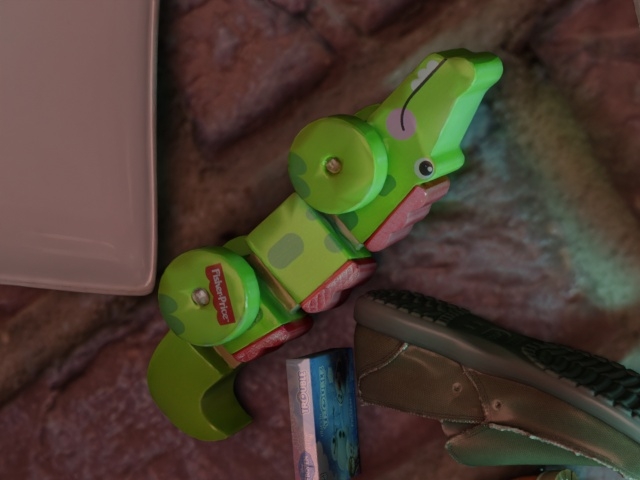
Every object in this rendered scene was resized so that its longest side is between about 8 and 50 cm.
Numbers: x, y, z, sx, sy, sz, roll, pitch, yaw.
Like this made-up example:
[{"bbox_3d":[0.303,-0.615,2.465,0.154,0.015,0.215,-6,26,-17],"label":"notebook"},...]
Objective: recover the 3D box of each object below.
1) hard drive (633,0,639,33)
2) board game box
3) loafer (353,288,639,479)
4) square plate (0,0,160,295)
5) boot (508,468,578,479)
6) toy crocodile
[{"bbox_3d":[0.323,-0.119,1.169,0.236,0.064,0.339,-12,88,21],"label":"hard drive"},{"bbox_3d":[0.003,0.121,1.279,0.020,0.090,0.090,-4,91,20],"label":"board game box"},{"bbox_3d":[0.129,0.110,1.240,0.251,0.094,0.087,23,105,28],"label":"loafer"},{"bbox_3d":[-0.266,-0.142,1.392,0.344,0.049,0.347,3,93,21],"label":"square plate"},{"bbox_3d":[0.143,0.234,1.255,0.084,0.059,0.158,-12,88,33],"label":"boot"},{"bbox_3d":[0.000,0.000,1.265,0.340,0.115,0.105,-45,80,18],"label":"toy crocodile"}]
